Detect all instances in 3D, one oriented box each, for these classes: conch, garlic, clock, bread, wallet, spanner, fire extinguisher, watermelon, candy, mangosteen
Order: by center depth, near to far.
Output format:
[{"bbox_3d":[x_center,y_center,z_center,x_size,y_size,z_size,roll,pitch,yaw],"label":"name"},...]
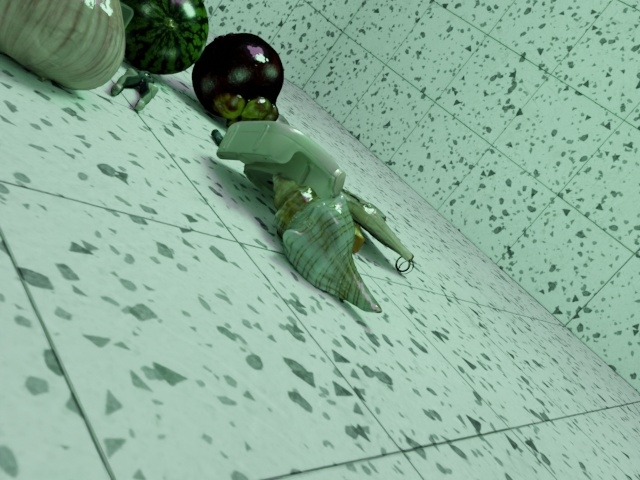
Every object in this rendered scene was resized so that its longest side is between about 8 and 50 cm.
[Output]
[{"bbox_3d":[-0.526,-0.458,1.209,0.317,0.259,0.317,32,20,-13],"label":"garlic"},{"bbox_3d":[0.002,-0.011,1.309,0.203,0.170,0.386,-17,47,-36],"label":"conch"},{"bbox_3d":[-0.073,-0.167,1.513,0.265,0.109,0.324,9,-21,48],"label":"clock"},{"bbox_3d":[-0.469,-0.398,1.579,0.095,0.040,0.325,34,17,-18],"label":"spanner"},{"bbox_3d":[0.038,-0.043,1.675,0.187,0.065,0.103,34,21,-9],"label":"bread"},{"bbox_3d":[-0.275,-0.274,1.694,0.083,0.025,0.038,52,-3,41],"label":"fire extinguisher"},{"bbox_3d":[-0.466,-0.630,1.790,0.285,0.285,0.285,35,15,-11],"label":"watermelon"},{"bbox_3d":[0.132,-0.058,1.831,0.335,0.068,0.275,43,-4,48],"label":"wallet"},{"bbox_3d":[-0.243,-0.498,1.937,0.313,0.297,0.297,43,14,-12],"label":"mangosteen"},{"bbox_3d":[0.189,-0.095,2.204,0.103,0.043,0.103,36,15,-11],"label":"candy"}]

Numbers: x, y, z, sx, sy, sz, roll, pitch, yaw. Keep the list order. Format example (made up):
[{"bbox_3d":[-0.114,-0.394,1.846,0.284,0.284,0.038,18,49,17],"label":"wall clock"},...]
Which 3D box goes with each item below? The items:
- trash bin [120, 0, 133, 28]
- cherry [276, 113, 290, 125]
[{"bbox_3d":[-0.629,-0.601,1.589,0.240,0.164,0.122,41,14,22],"label":"trash bin"},{"bbox_3d":[-0.164,-0.358,2.072,0.148,0.115,0.188,61,22,-22],"label":"cherry"}]
